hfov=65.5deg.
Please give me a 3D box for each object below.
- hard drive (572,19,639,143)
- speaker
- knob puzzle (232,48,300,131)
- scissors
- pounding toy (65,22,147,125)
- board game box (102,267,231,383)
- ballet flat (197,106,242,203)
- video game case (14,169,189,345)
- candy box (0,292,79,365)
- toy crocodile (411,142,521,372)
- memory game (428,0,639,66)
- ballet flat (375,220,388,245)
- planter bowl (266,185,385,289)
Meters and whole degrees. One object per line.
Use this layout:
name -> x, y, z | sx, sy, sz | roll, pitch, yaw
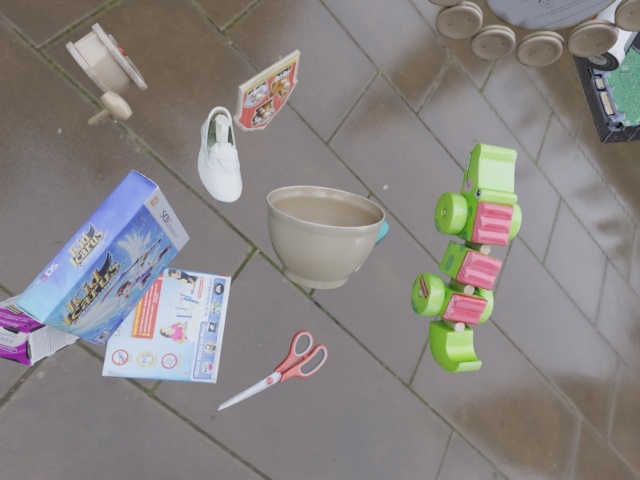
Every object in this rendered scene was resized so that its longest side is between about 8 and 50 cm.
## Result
hard drive -> 0.645, -0.299, 0.876 | 0.339, 0.064, 0.237 | -6, 67, 4
speaker -> 0.375, -0.282, 0.611 | 0.055, 0.055, 0.136 | 28, 94, -28
knob puzzle -> -0.114, -0.306, 1.105 | 0.030, 0.213, 0.213 | 43, 51, 10
scissors -> -0.102, 0.333, 1.188 | 0.297, 0.021, 0.109 | -40, 104, -29
pounding toy -> -0.473, -0.348, 1.041 | 0.155, 0.269, 0.154 | -37, 129, -2
board game box -> -0.428, 0.233, 1.404 | 0.302, 0.086, 0.308 | 11, 80, -21
ballet flat -> -0.326, -0.296, 1.617 | 0.139, 0.139, 0.400 | 17, 40, -33
video game case -> -0.357, 0.044, 0.874 | 0.061, 0.244, 0.269 | 31, 72, 10
candy box -> -0.549, 0.154, 1.002 | 0.233, 0.159, 0.071 | -36, 133, -68
toy crocodile -> 0.225, 0.028, 0.742 | 0.115, 0.105, 0.340 | 12, 98, -15
memory game -> 0.165, -0.186, 0.350 | 0.186, 0.186, 0.012 | 21, 70, -31
ballet flat -> 0.080, 0.019, 1.200 | 0.203, 0.074, 0.074 | -39, 101, -20
planter bowl -> 0.000, 0.000, 0.695 | 0.162, 0.162, 0.109 | -10, 118, -39
